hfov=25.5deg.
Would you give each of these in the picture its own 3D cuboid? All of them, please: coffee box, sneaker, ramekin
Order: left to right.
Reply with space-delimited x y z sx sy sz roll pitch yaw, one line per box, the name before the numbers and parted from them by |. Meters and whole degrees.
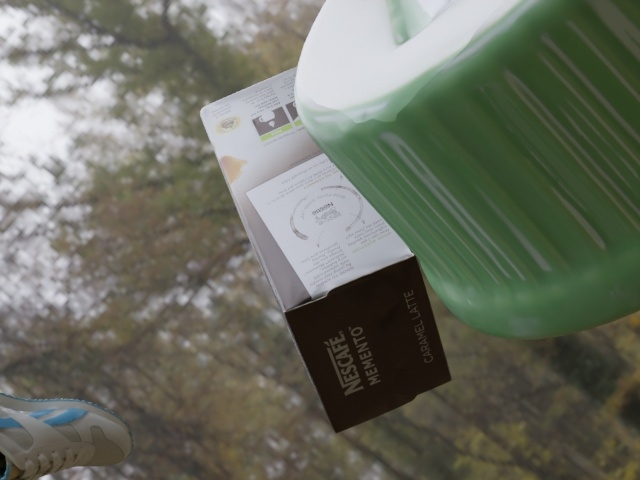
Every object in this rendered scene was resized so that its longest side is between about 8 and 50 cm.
sneaker | -0.304 0.217 1.482 0.229 0.092 0.087 12 -45 -29
coffee box | 0.000 0.000 1.065 0.098 0.246 0.141 -23 -48 -3
ramekin | 0.128 -0.113 0.716 0.303 0.148 0.303 -39 23 20
